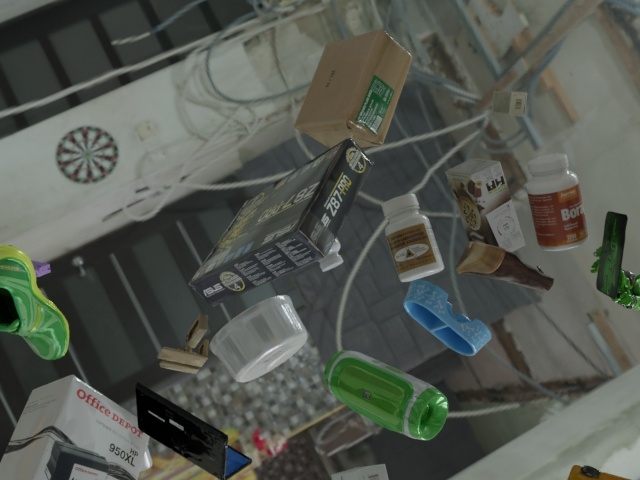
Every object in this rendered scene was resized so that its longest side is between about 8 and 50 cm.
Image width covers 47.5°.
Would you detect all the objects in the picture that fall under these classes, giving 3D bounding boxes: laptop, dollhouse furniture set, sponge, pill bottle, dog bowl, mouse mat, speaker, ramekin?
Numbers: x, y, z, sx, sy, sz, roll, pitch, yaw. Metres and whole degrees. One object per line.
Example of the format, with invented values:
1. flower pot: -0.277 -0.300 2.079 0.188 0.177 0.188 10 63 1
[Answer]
1. laptop: -0.270 0.406 1.597 0.234 0.136 0.264 25 -47 17
2. dollhouse furniture set: -0.388 0.279 2.015 0.144 0.123 0.151 -51 -149 45
3. sponge: -0.967 0.110 2.284 0.210 0.117 0.031 -36 131 -60
4. pill bottle: 0.254 -0.008 2.050 0.131 0.131 0.229 121 -47 -77
5. pill bottle: 0.563 -0.093 1.740 0.121 0.121 0.216 -152 -136 -71
6. pill bottle: 0.000 0.000 2.286 0.103 0.103 0.184 111 -45 -75
7. dog bowl: 0.376 0.240 2.203 0.297 0.074 0.166 40 -22 -4
8. mouse mat: 0.660 0.030 1.649 0.152 0.007 0.190 -47 142 -83
9. speaker: 0.145 0.353 1.686 0.296 0.131 0.131 17 -42 44
10. ramekin: -0.171 0.292 2.115 0.135 0.277 0.277 55 -13 17

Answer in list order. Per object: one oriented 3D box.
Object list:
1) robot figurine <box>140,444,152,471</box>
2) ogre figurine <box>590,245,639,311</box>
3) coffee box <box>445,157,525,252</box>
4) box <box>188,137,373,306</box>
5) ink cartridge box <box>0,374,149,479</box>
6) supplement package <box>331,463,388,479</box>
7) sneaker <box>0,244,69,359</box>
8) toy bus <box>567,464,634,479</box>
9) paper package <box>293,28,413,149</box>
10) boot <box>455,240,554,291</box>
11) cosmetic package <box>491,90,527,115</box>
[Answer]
1. robot figurine: -0.686 0.660 2.158 0.300 0.353 0.200 -121 -158 -50
2. ogre figurine: 0.741 0.106 1.776 0.118 0.097 0.197 33 9 -23
3. coffee box: 0.532 -0.104 2.349 0.297 0.119 0.168 68 -13 -15
4. box: -0.089 -0.035 1.634 0.097 0.318 0.395 45 -43 -20
5. ink cartridge box: -0.595 0.564 1.717 0.285 0.166 0.395 47 33 -33
6. supplement package: 0.125 0.754 2.233 0.179 0.105 0.105 -40 -120 58
7. sneaker: -0.588 0.141 1.408 0.123 0.109 0.295 -71 157 -43
8. toy bus: 0.730 0.616 1.659 0.130 0.108 0.332 41 -24 -32
9. paper package: 0.103 -0.471 2.303 0.168 0.325 0.309 28 -13 -32
10. boot: 0.444 0.079 1.776 0.207 0.090 0.248 27 -5 5
11. cosmetic package: 0.466 -0.340 1.800 0.115 0.041 0.060 -124 -144 -74
